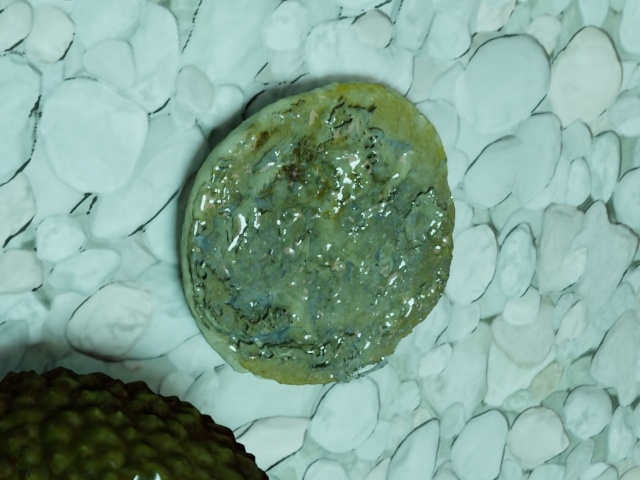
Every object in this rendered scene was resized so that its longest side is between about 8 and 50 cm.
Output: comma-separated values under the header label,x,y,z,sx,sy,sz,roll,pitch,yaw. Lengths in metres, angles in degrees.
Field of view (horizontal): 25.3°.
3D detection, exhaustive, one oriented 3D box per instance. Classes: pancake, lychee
label,x,y,z,sx,sy,sz,roll,pitch,yaw
pancake,0.001,0.000,1.165,0.282,0.049,0.282,-15,120,-28
lychee,-0.160,0.211,1.052,0.236,0.236,0.271,-44,106,-9
